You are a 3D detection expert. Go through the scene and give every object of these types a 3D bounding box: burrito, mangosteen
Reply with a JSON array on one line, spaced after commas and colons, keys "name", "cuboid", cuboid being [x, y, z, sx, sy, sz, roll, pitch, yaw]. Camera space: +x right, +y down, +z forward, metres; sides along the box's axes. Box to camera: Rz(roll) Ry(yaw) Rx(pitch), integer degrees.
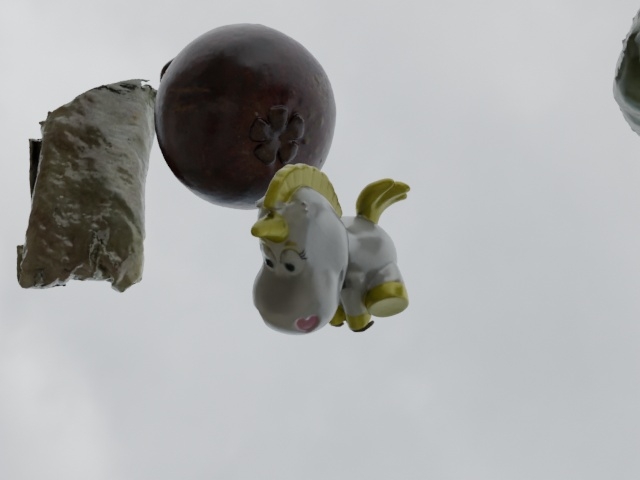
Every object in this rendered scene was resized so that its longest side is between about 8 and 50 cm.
[{"name": "burrito", "cuboid": [-0.298, -0.084, 1.663, 0.175, 0.347, 0.107, 18, -34, -21]}, {"name": "mangosteen", "cuboid": [-0.103, -0.151, 1.499, 0.257, 0.215, 0.215, 29, -42, 56]}]

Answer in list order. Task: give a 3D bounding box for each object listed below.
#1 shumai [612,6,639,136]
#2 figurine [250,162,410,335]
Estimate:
[{"name": "shumai", "cuboid": [0.448, -0.156, 1.004, 0.323, 0.397, 0.324, 39, -63, 25]}, {"name": "figurine", "cuboid": [-0.003, 0.007, 0.986, 0.109, 0.178, 0.129, 19, -81, 37]}]
